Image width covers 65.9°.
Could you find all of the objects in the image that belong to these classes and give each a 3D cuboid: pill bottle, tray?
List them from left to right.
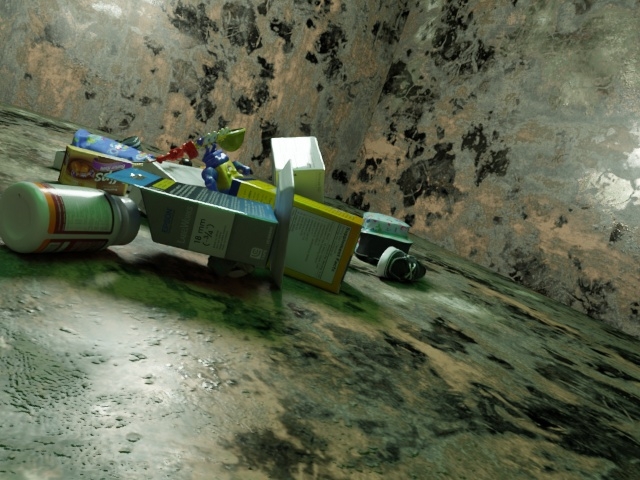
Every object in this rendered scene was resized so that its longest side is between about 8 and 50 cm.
[{"bbox_3d":[-0.451,-0.039,0.908,0.121,0.121,0.221,23,10,23],"label":"pill bottle"},{"bbox_3d":[-0.091,-0.037,1.117,0.030,0.271,0.145,4,34,-9],"label":"tray"}]

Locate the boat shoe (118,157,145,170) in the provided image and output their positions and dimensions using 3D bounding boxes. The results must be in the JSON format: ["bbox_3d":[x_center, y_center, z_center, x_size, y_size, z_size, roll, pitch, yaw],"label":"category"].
[{"bbox_3d":[-0.621,-0.250,1.615,0.153,0.048,0.056,9,14,-44],"label":"boat shoe"}]

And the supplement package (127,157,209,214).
[{"bbox_3d":[-0.407,-0.135,1.450,0.139,0.134,0.244,37,15,22],"label":"supplement package"}]

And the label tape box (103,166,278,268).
[{"bbox_3d":[-0.268,-0.054,1.050,0.333,0.106,0.240,14,9,-11],"label":"label tape box"}]

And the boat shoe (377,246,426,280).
[{"bbox_3d":[0.294,0.097,1.728,0.102,0.108,0.301,23,3,30],"label":"boat shoe"}]

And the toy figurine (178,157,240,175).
[{"bbox_3d":[-0.426,-0.220,1.846,0.209,0.148,0.213,18,3,25],"label":"toy figurine"}]

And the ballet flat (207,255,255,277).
[{"bbox_3d":[-0.187,0.053,1.143,0.068,0.072,0.213,49,16,9],"label":"ballet flat"}]

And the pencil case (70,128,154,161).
[{"bbox_3d":[-0.767,-0.306,1.824,0.305,0.119,0.133,20,29,-1],"label":"pencil case"}]

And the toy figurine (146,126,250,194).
[{"bbox_3d":[-0.297,-0.188,1.410,0.191,0.217,0.362,-20,14,15],"label":"toy figurine"}]

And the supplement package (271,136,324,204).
[{"bbox_3d":[-0.075,-0.163,1.564,0.145,0.262,0.204,-5,40,-8],"label":"supplement package"}]

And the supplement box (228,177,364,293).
[{"bbox_3d":[-0.078,-0.022,1.348,0.356,0.194,0.195,20,10,4],"label":"supplement box"}]

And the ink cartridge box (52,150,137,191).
[{"bbox_3d":[-0.697,-0.224,1.667,0.332,0.065,0.165,19,9,-9],"label":"ink cartridge box"}]

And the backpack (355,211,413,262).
[{"bbox_3d":[0.234,-0.009,1.967,0.225,0.191,0.253,13,4,-7],"label":"backpack"}]

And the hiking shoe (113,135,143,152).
[{"bbox_3d":[-0.810,-0.334,1.995,0.304,0.132,0.113,5,33,45],"label":"hiking shoe"}]

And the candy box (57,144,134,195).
[{"bbox_3d":[-0.664,-0.204,1.469,0.186,0.109,0.053,11,12,-44],"label":"candy box"}]
